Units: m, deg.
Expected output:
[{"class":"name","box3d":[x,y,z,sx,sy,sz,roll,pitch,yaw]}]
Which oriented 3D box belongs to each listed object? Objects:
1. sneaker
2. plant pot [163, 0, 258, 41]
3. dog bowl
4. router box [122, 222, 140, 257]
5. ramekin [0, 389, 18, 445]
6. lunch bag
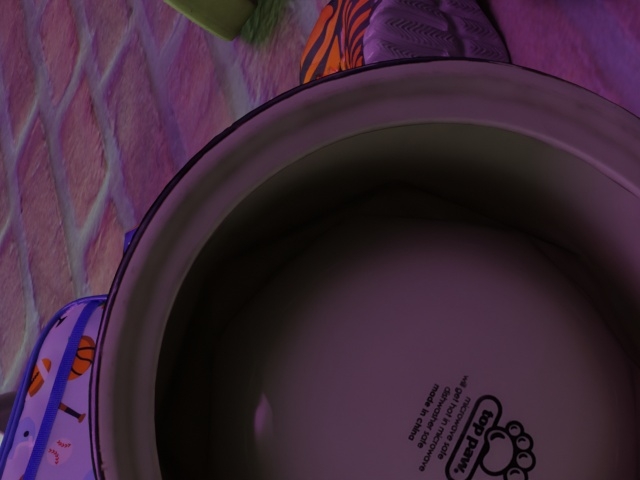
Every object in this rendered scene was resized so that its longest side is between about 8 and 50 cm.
[{"class":"sneaker","box3d":[0.063,-0.134,1.464,0.321,0.125,0.180,-87,21,-47]},{"class":"plant pot","box3d":[-0.136,-0.382,1.869,0.229,0.263,0.263,-53,29,7]},{"class":"dog bowl","box3d":[0.066,0.108,1.016,0.150,0.408,0.408,127,151,-73]},{"class":"router box","box3d":[0.006,0.130,1.191,0.081,0.309,0.243,-29,52,54]},{"class":"ramekin","box3d":[-0.258,0.238,1.819,0.207,0.207,0.109,-144,61,-63]},{"class":"lunch bag","box3d":[-0.144,0.184,1.282,0.243,0.115,0.303,-2,57,31]}]
